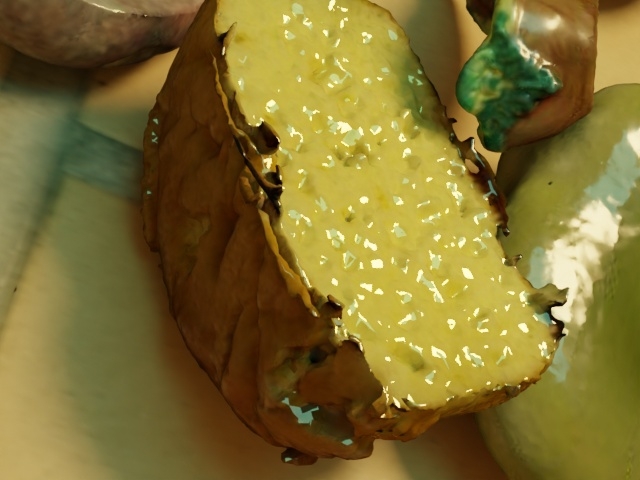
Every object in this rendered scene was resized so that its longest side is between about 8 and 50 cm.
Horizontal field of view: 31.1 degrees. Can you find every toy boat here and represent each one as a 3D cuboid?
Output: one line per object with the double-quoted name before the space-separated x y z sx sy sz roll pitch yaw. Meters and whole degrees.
"toy boat" -0.130 -0.173 0.680 0.155 0.085 0.227 49 39 -7
"toy boat" 0.125 -0.140 0.718 0.099 0.108 0.293 2 25 3

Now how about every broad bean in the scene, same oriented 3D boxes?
"broad bean" 0.159 0.037 0.691 0.189 0.121 0.263 38 61 -36

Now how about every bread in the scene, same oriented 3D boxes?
"bread" -0.004 -0.004 0.604 0.160 0.147 0.260 -5 59 -41
